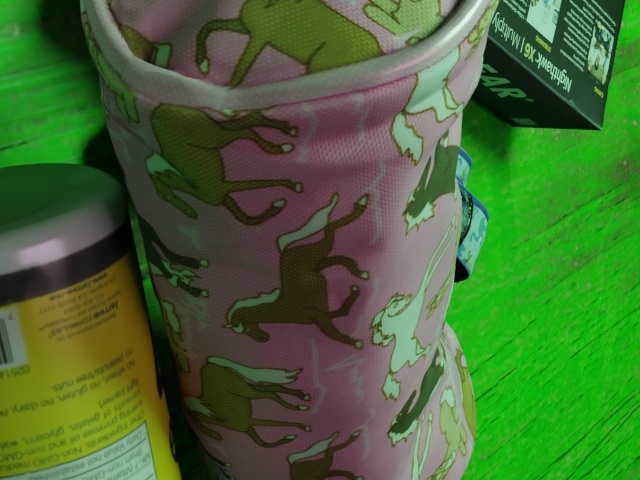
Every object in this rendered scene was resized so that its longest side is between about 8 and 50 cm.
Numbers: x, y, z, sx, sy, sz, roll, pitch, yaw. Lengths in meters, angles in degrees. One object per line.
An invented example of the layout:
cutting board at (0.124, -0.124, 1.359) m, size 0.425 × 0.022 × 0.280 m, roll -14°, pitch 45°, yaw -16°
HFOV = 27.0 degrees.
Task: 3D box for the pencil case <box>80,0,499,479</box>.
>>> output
pencil case at (0.000, 0.000, 0.611) m, size 0.386 × 0.160 × 0.167 m, roll 83°, pitch -3°, yaw -54°

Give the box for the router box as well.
router box at (0.122, -0.237, 0.909) m, size 0.309 × 0.081 × 0.242 m, roll 25°, pitch 74°, yaw -53°

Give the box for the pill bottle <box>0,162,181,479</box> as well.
pill bottle at (-0.125, 0.081, 0.580) m, size 0.119 × 0.119 × 0.208 m, roll -31°, pitch 120°, yaw -48°

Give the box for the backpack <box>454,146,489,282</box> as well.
backpack at (0.049, -0.022, 0.820) m, size 0.114 × 0.105 × 0.084 m, roll 39°, pitch 64°, yaw -52°
